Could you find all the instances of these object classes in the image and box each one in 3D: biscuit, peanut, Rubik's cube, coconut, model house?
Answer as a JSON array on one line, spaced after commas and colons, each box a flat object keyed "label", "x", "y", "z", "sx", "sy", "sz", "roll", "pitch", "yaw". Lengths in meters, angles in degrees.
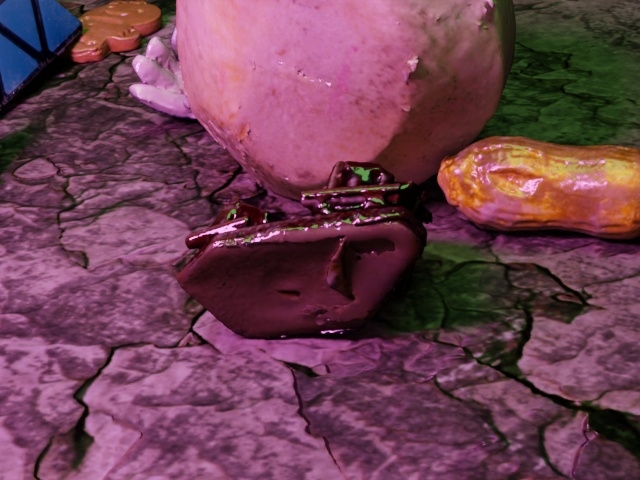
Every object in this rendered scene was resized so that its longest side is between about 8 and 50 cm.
[{"label": "biscuit", "x": -0.268, "y": -0.263, "z": 1.874, "sx": 0.133, "sy": 0.027, "sz": 0.184, "roll": 20, "pitch": 36, "yaw": 40}, {"label": "peanut", "x": 0.207, "y": -0.047, "z": 1.338, "sx": 0.206, "sy": 0.087, "sz": 0.087, "roll": 6, "pitch": 29, "yaw": 14}, {"label": "Rubik's cube", "x": -0.427, "y": -0.233, "z": 1.702, "sx": 0.233, "sy": 0.228, "sz": 0.229, "roll": 32, "pitch": -7, "yaw": -1}, {"label": "coconut", "x": 0.021, "y": -0.212, "z": 1.443, "sx": 0.352, "sy": 0.353, "sz": 0.353, "roll": -3, "pitch": 28, "yaw": 2}, {"label": "model house", "x": -0.007, "y": -0.007, "z": 1.234, "sx": 0.203, "sy": 0.141, "sz": 0.164, "roll": -2, "pitch": 38, "yaw": 9}]

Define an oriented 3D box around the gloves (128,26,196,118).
[{"label": "gloves", "x": -0.101, "y": -0.186, "z": 1.632, "sx": 0.229, "sy": 0.097, "sz": 0.119, "roll": -13, "pitch": 24, "yaw": -26}]
